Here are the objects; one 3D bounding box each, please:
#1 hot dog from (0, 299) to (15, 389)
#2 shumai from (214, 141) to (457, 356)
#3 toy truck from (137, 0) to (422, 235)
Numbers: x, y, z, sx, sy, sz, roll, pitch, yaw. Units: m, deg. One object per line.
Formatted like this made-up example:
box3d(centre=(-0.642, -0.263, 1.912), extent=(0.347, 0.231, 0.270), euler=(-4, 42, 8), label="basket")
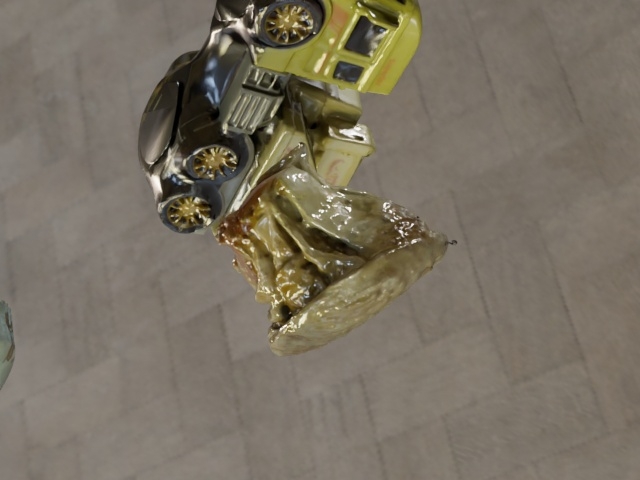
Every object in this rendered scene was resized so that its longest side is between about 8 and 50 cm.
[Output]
box3d(centre=(-0.378, 0.102, 1.142), extent=(0.082, 0.270, 0.162), euler=(31, 93, 27), label="hot dog")
box3d(centre=(0.000, 0.000, 0.813), extent=(0.145, 0.145, 0.116), euler=(-36, 89, 17), label="shumai")
box3d(centre=(-0.040, -0.168, 1.435), extent=(0.405, 0.254, 0.180), euler=(-59, 32, 36), label="toy truck")
